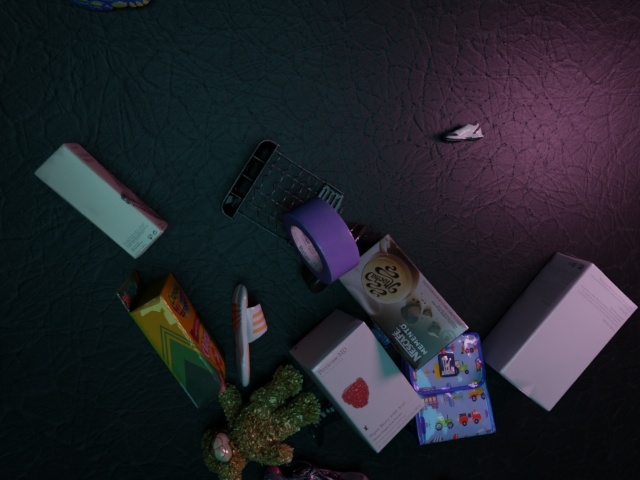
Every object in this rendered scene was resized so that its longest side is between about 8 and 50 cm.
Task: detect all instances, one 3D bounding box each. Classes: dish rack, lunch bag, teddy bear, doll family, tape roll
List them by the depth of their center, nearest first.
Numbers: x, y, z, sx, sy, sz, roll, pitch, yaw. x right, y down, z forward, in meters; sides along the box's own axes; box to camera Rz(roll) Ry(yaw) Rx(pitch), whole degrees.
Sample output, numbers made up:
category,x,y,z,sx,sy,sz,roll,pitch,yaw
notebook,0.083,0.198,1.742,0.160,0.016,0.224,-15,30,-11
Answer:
category,x,y,z,sx,sy,sz,roll,pitch,yaw
tape roll,0.000,0.000,1.090,0.080,0.189,0.188,-34,106,-17
dish rack,-0.081,-0.095,1.178,0.272,0.074,0.208,32,95,-16
teddy bear,-0.161,0.469,1.226,0.338,0.113,0.244,-20,82,1
doll family,0.209,0.218,1.300,0.111,0.076,0.193,41,95,-18
lunch bag,0.345,0.389,1.348,0.221,0.138,0.292,-6,90,-9

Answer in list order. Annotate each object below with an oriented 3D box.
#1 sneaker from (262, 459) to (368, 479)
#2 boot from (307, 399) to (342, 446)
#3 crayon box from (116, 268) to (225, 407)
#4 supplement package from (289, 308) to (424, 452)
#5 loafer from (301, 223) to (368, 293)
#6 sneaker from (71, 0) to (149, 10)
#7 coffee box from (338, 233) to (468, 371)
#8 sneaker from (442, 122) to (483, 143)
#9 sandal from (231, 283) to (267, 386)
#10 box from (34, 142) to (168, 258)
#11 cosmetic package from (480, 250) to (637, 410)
category,x,y,z,sx,sy,sz,roll,pitch,yaw
sneaker,-0.009,0.671,1.327,0.300,0.121,0.111,5,99,-11
boot,0.014,0.506,1.338,0.099,0.045,0.121,-24,107,-11
crayon box,-0.336,0.205,1.125,0.081,0.202,0.318,-31,106,-4
supplement package,0.091,0.352,1.234,0.178,0.175,0.292,-40,106,-14
loafer,0.033,0.032,1.221,0.220,0.080,0.078,-44,62,-13
sneaker,-0.457,-0.543,1.026,0.188,0.067,0.078,-6,81,-8
coffee box,0.200,0.154,1.201,0.168,0.119,0.297,-39,80,0
sneaker,0.366,-0.278,1.247,0.109,0.040,0.043,-8,87,-13
sandal,-0.176,0.235,1.218,0.076,0.102,0.265,-5,101,-22
box,-0.483,-0.089,1.084,0.094,0.113,0.275,-45,107,0
cosmetic package,0.651,0.251,1.348,0.217,0.156,0.385,40,93,-15
